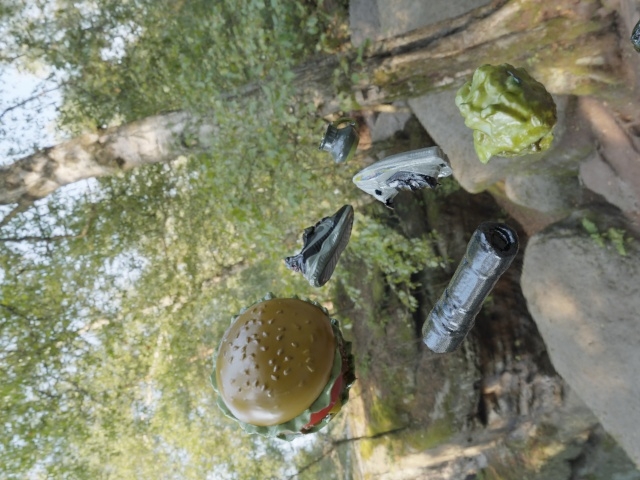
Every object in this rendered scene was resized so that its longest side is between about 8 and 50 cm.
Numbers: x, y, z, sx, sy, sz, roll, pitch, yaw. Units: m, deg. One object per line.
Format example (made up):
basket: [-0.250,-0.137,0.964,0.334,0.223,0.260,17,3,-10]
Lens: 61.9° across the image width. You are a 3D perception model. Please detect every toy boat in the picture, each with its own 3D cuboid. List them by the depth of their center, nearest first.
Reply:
toy boat: [0.222,-0.168,1.464,0.141,0.270,0.140,44,-146,-40]

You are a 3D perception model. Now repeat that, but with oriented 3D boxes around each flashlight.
flashlight: [0.307,0.114,1.125,0.423,0.103,0.103,97,167,-54]

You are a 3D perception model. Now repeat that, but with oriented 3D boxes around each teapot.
teapot: [0.066,-0.340,1.774,0.130,0.119,0.165,128,163,-68]

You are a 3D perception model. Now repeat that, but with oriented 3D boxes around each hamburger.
hamburger: [-0.074,0.235,1.012,0.212,0.275,0.274,58,-161,-59]

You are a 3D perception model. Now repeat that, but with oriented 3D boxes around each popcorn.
popcorn: [0.290,-0.204,0.838,0.174,0.142,0.173,17,-118,-35]

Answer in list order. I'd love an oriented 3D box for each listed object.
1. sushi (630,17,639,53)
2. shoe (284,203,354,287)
sushi: [0.834,-0.496,1.206,0.350,0.211,0.170,-29,-47,-56]
shoe: [0.000,0.000,1.265,0.099,0.112,0.227,76,-145,-59]
